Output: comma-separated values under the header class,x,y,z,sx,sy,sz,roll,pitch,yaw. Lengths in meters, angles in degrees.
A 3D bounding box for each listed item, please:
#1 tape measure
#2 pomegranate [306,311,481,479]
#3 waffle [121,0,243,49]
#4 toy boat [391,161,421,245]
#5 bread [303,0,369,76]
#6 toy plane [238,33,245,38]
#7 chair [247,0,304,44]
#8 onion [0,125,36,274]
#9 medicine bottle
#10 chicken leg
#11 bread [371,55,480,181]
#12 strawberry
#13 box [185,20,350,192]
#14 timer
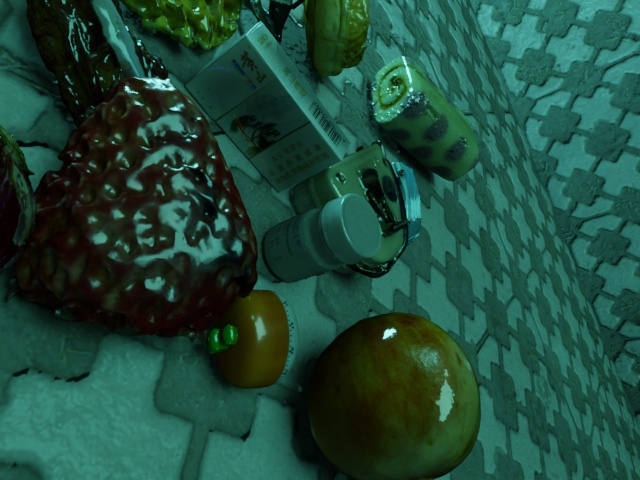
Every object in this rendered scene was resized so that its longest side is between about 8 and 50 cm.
class,x,y,z,sx,sy,sz,roll,pitch,yaw
tape measure,0.094,-0.061,0.907,0.231,0.133,0.271,62,35,-8
pomegranate,0.111,0.248,0.672,0.229,0.252,0.270,52,17,-47
waffle,-0.249,-0.458,0.725,0.325,0.068,0.302,46,44,-35
toy boat,0.162,-0.082,1.054,0.102,0.088,0.215,-2,72,-15
bread,0.028,-0.457,0.951,0.236,0.120,0.198,100,-17,-75
toy plane,-0.116,-0.352,0.869,0.121,0.031,0.049,15,67,-44
chair,-0.091,-0.471,0.851,0.149,0.213,0.174,-3,75,-29
onion,-0.343,-0.024,0.359,0.218,0.140,0.195,-36,82,-13
medicine bottle,0.000,0.000,0.727,0.105,0.168,0.104,25,56,-43
chicken leg,-0.265,-0.280,0.561,0.158,0.096,0.406,-13,93,-53
bread,0.283,-0.311,1.237,0.338,0.155,0.187,27,46,-38
strawberry,-0.155,-0.019,0.510,0.253,0.150,0.280,37,67,-42
box,-0.080,-0.203,0.742,0.233,0.150,0.067,49,39,-24
timer,-0.097,0.129,0.608,0.136,0.099,0.136,15,67,-38
